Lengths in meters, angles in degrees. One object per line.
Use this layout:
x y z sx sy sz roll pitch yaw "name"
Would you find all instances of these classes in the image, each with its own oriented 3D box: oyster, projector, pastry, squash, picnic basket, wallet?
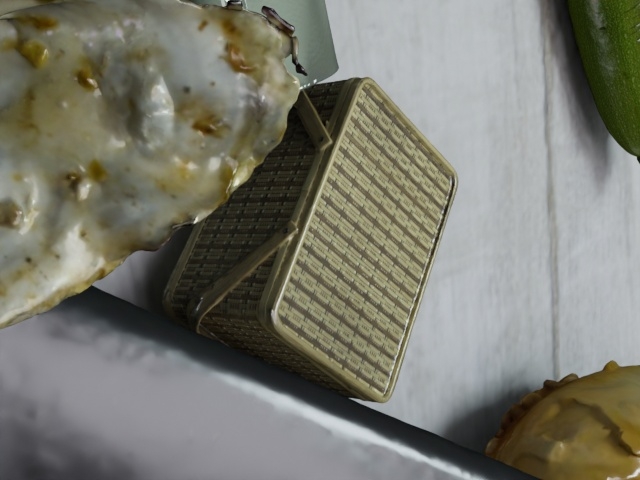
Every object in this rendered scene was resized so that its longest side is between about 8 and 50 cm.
-0.147 -0.021 0.430 0.294 0.094 0.166 -13 93 -17 "oyster"
-0.047 -0.115 0.535 0.083 0.083 0.082 -30 120 -33 "projector"
0.215 0.231 0.788 0.316 0.184 0.284 10 86 -35 "pastry"
0.216 -0.152 0.771 0.066 0.066 0.252 -40 124 -28 "squash"
0.000 0.000 0.589 0.115 0.079 0.164 40 62 -41 "picnic basket"
-0.037 0.179 0.545 0.406 0.062 0.228 27 87 -23 "wallet"
